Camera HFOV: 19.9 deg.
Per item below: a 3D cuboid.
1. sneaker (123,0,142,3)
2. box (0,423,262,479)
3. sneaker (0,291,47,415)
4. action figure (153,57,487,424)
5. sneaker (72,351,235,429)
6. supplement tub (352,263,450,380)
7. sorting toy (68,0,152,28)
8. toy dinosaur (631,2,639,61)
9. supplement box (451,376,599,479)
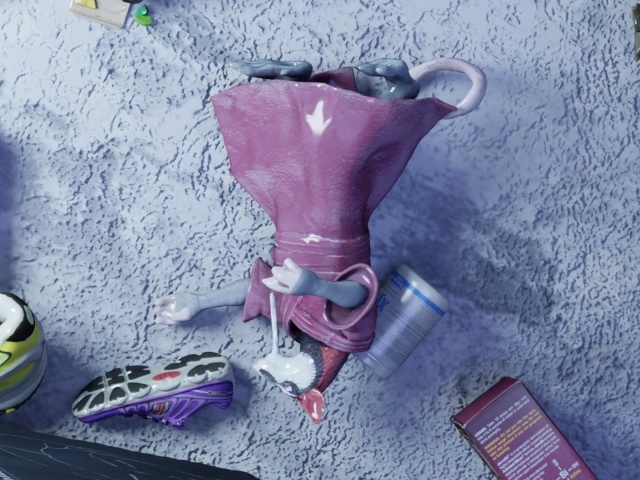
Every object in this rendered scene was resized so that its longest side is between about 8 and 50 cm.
[{"bbox_3d":[-0.100,-0.319,1.792,0.267,0.101,0.106,-22,130,-10],"label":"sneaker"},{"bbox_3d":[-0.180,0.355,1.617,0.472,0.480,0.297,18,87,-32],"label":"box"},{"bbox_3d":[-0.455,0.096,1.746,0.385,0.147,0.145,-7,62,-16],"label":"sneaker"},{"bbox_3d":[0.000,0.000,1.837,0.276,0.248,0.370,-9,103,-36],"label":"action figure"},{"bbox_3d":[-0.170,0.168,1.875,0.170,0.068,0.071,-10,113,-6],"label":"sneaker"},{"bbox_3d":[0.078,0.085,1.898,0.071,0.071,0.107,40,91,-15],"label":"supplement tub"},{"bbox_3d":[-0.203,-0.244,1.815,0.083,0.012,0.062,17,97,-12],"label":"sorting toy"},{"bbox_3d":[0.399,-0.209,1.833,0.160,0.313,0.121,-9,75,14],"label":"toy dinosaur"},{"bbox_3d":[0.230,0.241,1.917,0.081,0.104,0.188,-38,90,-3],"label":"supplement box"}]
